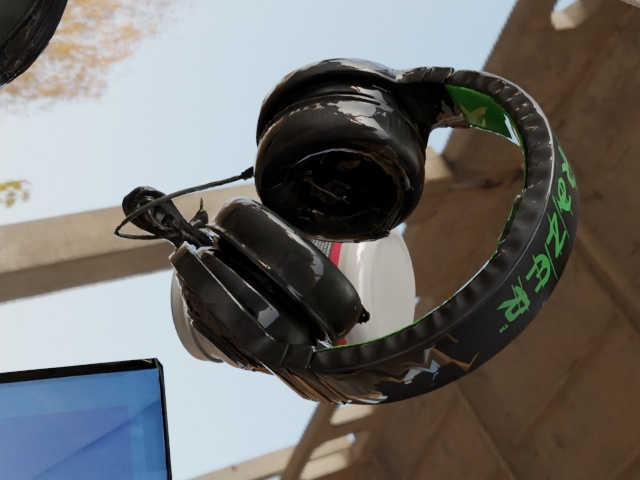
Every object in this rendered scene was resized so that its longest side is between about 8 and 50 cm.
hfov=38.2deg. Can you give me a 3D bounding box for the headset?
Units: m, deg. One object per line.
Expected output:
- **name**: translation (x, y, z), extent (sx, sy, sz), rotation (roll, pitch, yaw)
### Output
- **headset**: translation (0.000, 0.000, 0.677), extent (0.394, 0.243, 0.185), rotation (7, -31, 39)

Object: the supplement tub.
- **supplement tub**: translation (-0.032, 0.071, 1.179), extent (0.272, 0.191, 0.191), rotation (-4, -82, 26)

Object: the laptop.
- **laptop**: translation (-0.248, 0.251, 0.885), extent (0.264, 0.234, 0.136), rotation (-122, -147, -57)

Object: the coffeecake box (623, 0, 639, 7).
- **coffeecake box**: translation (0.397, -0.387, 1.178), extent (0.068, 0.185, 0.142), rotation (81, 34, -76)

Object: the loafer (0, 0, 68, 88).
- **loafer**: translation (-0.284, -0.147, 0.721), extent (0.223, 0.078, 0.076), rotation (-40, -108, 15)
